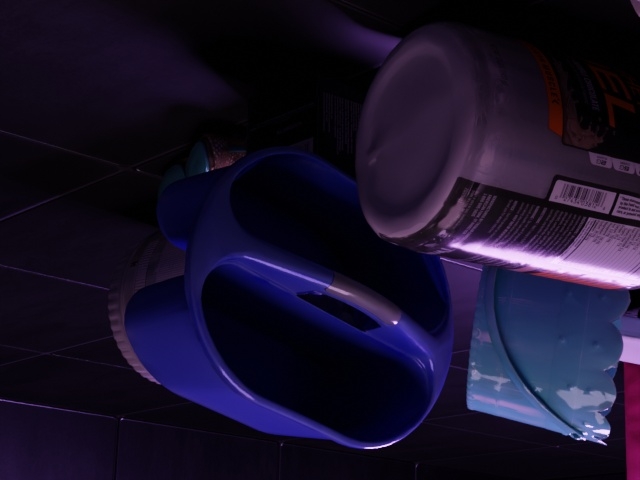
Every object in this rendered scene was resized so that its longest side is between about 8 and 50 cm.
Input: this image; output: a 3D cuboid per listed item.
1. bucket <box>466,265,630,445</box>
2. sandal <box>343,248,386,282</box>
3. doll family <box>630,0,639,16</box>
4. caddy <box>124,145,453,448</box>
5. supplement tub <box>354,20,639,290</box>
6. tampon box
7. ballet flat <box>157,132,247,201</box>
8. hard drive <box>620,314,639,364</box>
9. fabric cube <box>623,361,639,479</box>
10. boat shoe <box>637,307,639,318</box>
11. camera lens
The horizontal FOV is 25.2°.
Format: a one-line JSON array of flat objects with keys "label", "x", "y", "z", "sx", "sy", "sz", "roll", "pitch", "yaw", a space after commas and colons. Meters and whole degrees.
[{"label": "bucket", "x": 0.293, "y": 0.110, "z": 1.818, "sx": 0.183, "sy": 0.281, "sz": 0.281, "roll": 7, "pitch": 165, "yaw": 11}, {"label": "sandal", "x": 0.000, "y": 0.000, "z": 1.546, "sx": 0.219, "sy": 0.060, "sz": 0.090, "roll": 29, "pitch": -166, "yaw": 13}, {"label": "doll family", "x": 0.289, "y": -0.213, "z": 0.976, "sx": 0.262, "sy": 0.118, "sz": 0.163, "roll": -2, "pitch": 163, "yaw": 12}, {"label": "caddy", "x": -0.014, "y": 0.057, "z": 1.343, "sx": 0.179, "sy": 0.241, "sz": 0.341, "roll": -6, "pitch": 153, "yaw": 46}, {"label": "supplement tub", "x": 0.219, "y": -0.068, "z": 1.320, "sx": 0.338, "sy": 0.207, "sz": 0.207, "roll": 11, "pitch": 161, "yaw": -29}, {"label": "tampon box", "x": 0.021, "y": -0.087, "z": 1.457, "sx": 0.161, "sy": 0.101, "sz": 0.120, "roll": 15, "pitch": 159, "yaw": -38}, {"label": "ballet flat", "x": -0.126, "y": -0.068, "z": 1.606, "sx": 0.067, "sy": 0.073, "sz": 0.206, "roll": -7, "pitch": 172, "yaw": -23}, {"label": "hard drive", "x": 0.474, "y": 0.151, "z": 2.146, "sx": 0.203, "sy": 0.040, "sz": 0.307, "roll": 24, "pitch": 170, "yaw": -37}, {"label": "fabric cube", "x": 0.702, "y": 0.350, "z": 2.598, "sx": 0.259, "sy": 0.258, "sz": 0.254, "roll": -6, "pitch": 161, "yaw": 24}, {"label": "boat shoe", "x": 0.540, "y": 0.109, "z": 2.156, "sx": 0.066, "sy": 0.066, "sz": 0.183, "roll": -1, "pitch": 174, "yaw": -9}, {"label": "camera lens", "x": -0.104, "y": 0.071, "z": 1.795, "sx": 0.274, "sy": 0.219, "sz": 0.219, "roll": -13, "pitch": 158, "yaw": 40}]
